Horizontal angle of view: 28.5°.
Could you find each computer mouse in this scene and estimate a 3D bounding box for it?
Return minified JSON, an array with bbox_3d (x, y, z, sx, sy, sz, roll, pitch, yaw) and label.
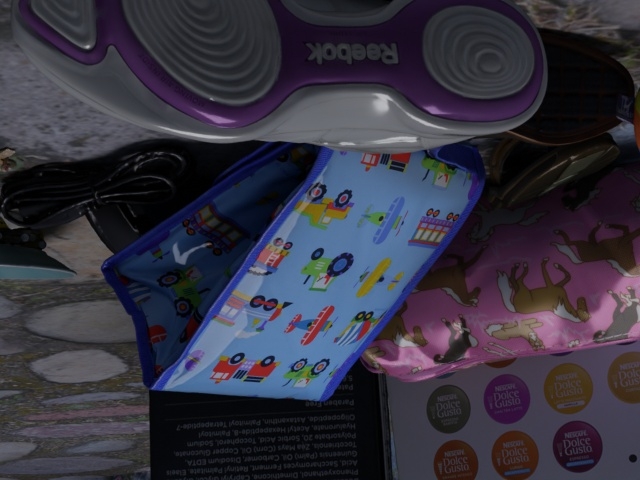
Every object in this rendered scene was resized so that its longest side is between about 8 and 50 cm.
[{"bbox_3d":[-0.148,-0.006,1.161,0.188,0.072,0.272,-12,163,21],"label":"computer mouse"}]

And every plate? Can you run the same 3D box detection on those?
[{"bbox_3d":[-0.325,0.019,1.190,0.188,0.024,0.188,2,173,0],"label":"plate"}]

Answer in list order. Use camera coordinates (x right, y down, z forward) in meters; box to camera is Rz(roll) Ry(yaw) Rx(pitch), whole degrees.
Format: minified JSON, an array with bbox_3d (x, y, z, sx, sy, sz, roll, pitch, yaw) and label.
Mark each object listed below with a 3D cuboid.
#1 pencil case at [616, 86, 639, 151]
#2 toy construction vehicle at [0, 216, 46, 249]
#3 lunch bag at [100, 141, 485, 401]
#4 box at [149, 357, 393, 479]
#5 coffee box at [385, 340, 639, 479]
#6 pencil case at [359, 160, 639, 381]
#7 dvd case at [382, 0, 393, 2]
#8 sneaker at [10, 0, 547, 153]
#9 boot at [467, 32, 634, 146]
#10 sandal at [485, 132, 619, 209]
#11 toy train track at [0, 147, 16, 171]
[{"bbox_3d":[0.303,-0.092,0.823,0.104,0.104,0.236,3,178,-25],"label":"pencil case"},{"bbox_3d":[-0.303,-0.013,1.178,0.098,0.035,0.086,4,173,-18],"label":"toy construction vehicle"},{"bbox_3d":[0.000,0.000,1.061,0.293,0.138,0.221,-43,147,27],"label":"lunch bag"},{"bbox_3d":[-0.050,0.337,1.659,0.297,0.472,0.480,-5,164,0],"label":"box"},{"bbox_3d":[0.293,0.167,1.404,0.337,0.335,0.338,-14,164,26],"label":"coffee box"},{"bbox_3d":[0.212,0.032,1.193,0.386,0.167,0.160,-11,129,27],"label":"pencil case"},{"bbox_3d":[0.073,-0.170,0.662,0.253,0.022,0.180,-5,168,42],"label":"dvd case"},{"bbox_3d":[-0.028,-0.094,0.731,0.305,0.114,0.152,7,169,-20],"label":"sneaker"},{"bbox_3d":[0.114,-0.108,0.915,0.219,0.082,0.106,-2,-174,-23],"label":"boot"},{"bbox_3d":[0.181,-0.070,1.057,0.090,0.060,0.219,-23,180,-2],"label":"sandal"},{"bbox_3d":[-0.280,-0.066,1.018,0.048,0.014,0.083,-14,161,31],"label":"toy train track"}]
